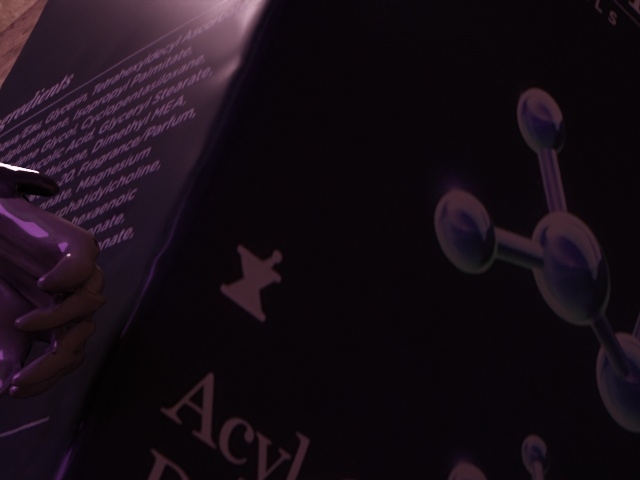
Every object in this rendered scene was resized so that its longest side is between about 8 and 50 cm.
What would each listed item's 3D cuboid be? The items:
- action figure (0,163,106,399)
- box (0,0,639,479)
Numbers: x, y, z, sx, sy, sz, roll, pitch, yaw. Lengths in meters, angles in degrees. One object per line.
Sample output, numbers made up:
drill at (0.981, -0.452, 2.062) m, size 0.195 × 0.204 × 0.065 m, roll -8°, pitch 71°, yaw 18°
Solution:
action figure at (-0.149, 0.031, 0.460) m, size 0.164 × 0.141 × 0.275 m, roll -53°, pitch -3°, yaw 17°
box at (0.008, 0.082, 0.628) m, size 0.212 × 0.293 × 0.395 m, roll -23°, pitch 37°, yaw 46°
